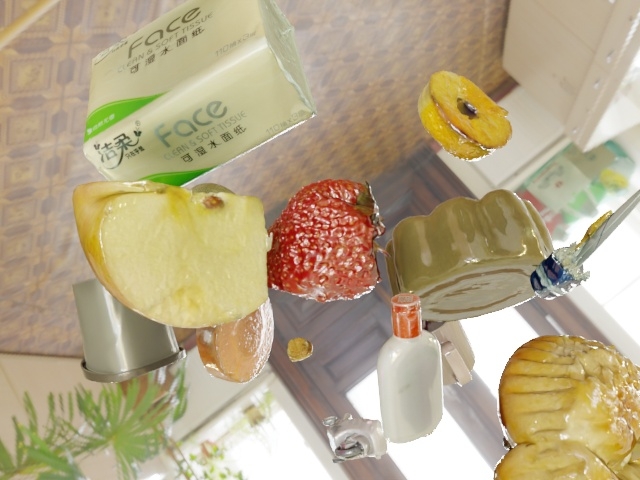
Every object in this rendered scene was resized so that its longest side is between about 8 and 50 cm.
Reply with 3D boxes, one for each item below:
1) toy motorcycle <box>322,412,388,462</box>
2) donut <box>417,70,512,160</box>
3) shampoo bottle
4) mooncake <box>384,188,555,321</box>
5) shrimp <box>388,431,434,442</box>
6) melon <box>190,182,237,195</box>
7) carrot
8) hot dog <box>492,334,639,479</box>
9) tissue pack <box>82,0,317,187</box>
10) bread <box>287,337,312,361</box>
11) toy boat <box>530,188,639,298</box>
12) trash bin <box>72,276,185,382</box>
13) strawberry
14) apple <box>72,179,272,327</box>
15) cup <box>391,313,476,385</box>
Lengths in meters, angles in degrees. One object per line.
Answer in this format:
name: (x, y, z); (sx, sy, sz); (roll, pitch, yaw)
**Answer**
toy motorcycle: (0.102, 0.487, 1.504); (0.171, 0.110, 0.260); (-12, 175, -6)
donut: (0.263, -0.227, 1.133); (0.174, 0.190, 0.074); (-53, -178, -41)
shampoo bottle: (0.129, 0.184, 0.872); (0.108, 0.051, 0.220); (-16, 112, -25)
mooncake: (0.332, 0.038, 1.372); (0.379, 0.200, 0.378); (-8, 154, -4)
shrimp: (0.262, 0.552, 1.789); (0.190, 0.101, 0.042); (-17, 133, -16)
melon: (-0.290, -0.085, 1.621); (0.139, 0.192, 0.139); (24, 90, -87)
carrot: (-0.207, 0.204, 1.416); (0.100, 0.258, 0.307); (-5, 179, 17)
hot dog: (0.351, 0.307, 0.767); (0.196, 0.367, 0.365); (-21, 139, 40)
tissue pack: (-0.243, -0.303, 1.178); (0.405, 0.331, 0.205); (-25, 137, 13)
bread: (-0.068, 0.344, 1.907); (0.083, 0.081, 0.046); (-39, 129, -8)
toy boat: (0.471, -0.013, 0.985); (0.291, 0.067, 0.220); (-48, 169, 26)
trash bin: (-0.492, 0.203, 1.514); (0.219, 0.250, 0.220); (-12, -178, 36)
strawberry: (0.000, 0.004, 1.217); (0.258, 0.260, 0.261); (1, 151, -9)
apple: (-0.261, 0.005, 1.049); (0.309, 0.314, 0.252); (-1, 129, -35)
cup: (0.397, 0.323, 1.968); (0.208, 0.288, 0.273); (-45, 123, -25)
